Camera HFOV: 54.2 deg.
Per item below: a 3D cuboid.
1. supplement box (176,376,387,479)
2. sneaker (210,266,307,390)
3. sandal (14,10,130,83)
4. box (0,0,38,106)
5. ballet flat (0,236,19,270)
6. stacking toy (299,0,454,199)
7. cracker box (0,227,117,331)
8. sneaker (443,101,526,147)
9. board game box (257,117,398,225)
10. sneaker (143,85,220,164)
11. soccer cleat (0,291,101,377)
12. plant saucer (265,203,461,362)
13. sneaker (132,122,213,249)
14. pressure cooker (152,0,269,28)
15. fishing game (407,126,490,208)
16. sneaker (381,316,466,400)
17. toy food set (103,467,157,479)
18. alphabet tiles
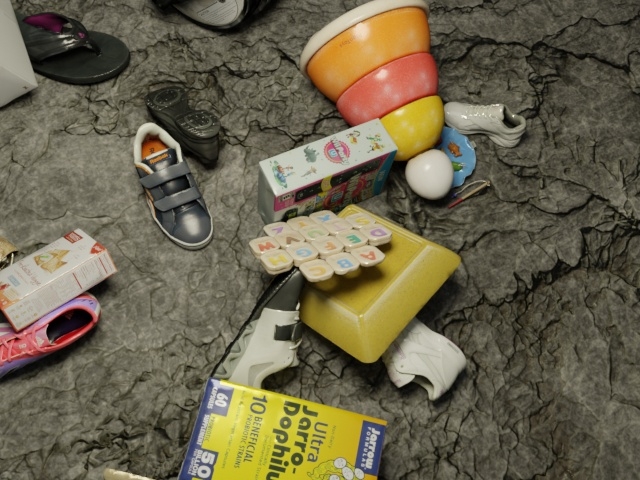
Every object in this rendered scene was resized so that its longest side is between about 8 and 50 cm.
[{"bbox_3d":[-0.074,0.419,1.231,0.357,0.195,0.194,14,66,-2],"label":"supplement box"},{"bbox_3d":[-0.087,0.190,1.335,0.146,0.122,0.330,32,100,-6],"label":"sneaker"},{"bbox_3d":[-0.714,-0.514,1.592,0.446,0.107,0.167,13,66,0],"label":"sandal"},{"bbox_3d":[-0.853,-0.492,1.480,0.215,0.168,0.345,-24,78,7],"label":"box"},{"bbox_3d":[-0.718,0.091,1.358,0.067,0.073,0.206,21,69,-14],"label":"ballet flat"},{"bbox_3d":[0.185,-0.317,1.551,0.351,0.350,0.479,-22,86,-16],"label":"stacking toy"},{"bbox_3d":[-0.573,0.076,1.325,0.232,0.067,0.156,-35,38,-28],"label":"cracker box"},{"bbox_3d":[0.440,-0.332,1.661,0.232,0.115,0.090,15,68,-1],"label":"sneaker"},{"bbox_3d":[0.009,-0.142,1.466,0.304,0.224,0.097,-24,71,-16],"label":"board game box"},{"bbox_3d":[-0.344,-0.283,1.545,0.109,0.130,0.286,-27,51,-25],"label":"sneaker"},{"bbox_3d":[-0.603,0.206,1.281,0.318,0.116,0.108,-29,107,-20],"label":"soccer cleat"},{"bbox_3d":[0.083,0.060,1.390,0.333,0.081,0.333,29,63,35],"label":"plant saucer"},{"bbox_3d":[-0.356,-0.130,1.468,0.126,0.127,0.321,-28,75,-19],"label":"sneaker"},{"bbox_3d":[-0.272,-0.764,1.617,0.376,0.369,0.420,26,63,8],"label":"pressure cooker"},{"bbox_3d":[0.320,-0.222,1.637,0.189,0.041,0.264,-30,75,-12],"label":"fishing game"},{"bbox_3d":[0.172,0.230,1.387,0.305,0.114,0.152,35,66,8],"label":"sneaker"},{"bbox_3d":[-0.395,0.552,1.217,0.133,0.038,0.192,12,66,-2],"label":"toy food set"},{"bbox_3d":[0.000,0.000,1.327,0.284,0.021,0.278,-15,29,-19],"label":"alphabet tiles"}]
